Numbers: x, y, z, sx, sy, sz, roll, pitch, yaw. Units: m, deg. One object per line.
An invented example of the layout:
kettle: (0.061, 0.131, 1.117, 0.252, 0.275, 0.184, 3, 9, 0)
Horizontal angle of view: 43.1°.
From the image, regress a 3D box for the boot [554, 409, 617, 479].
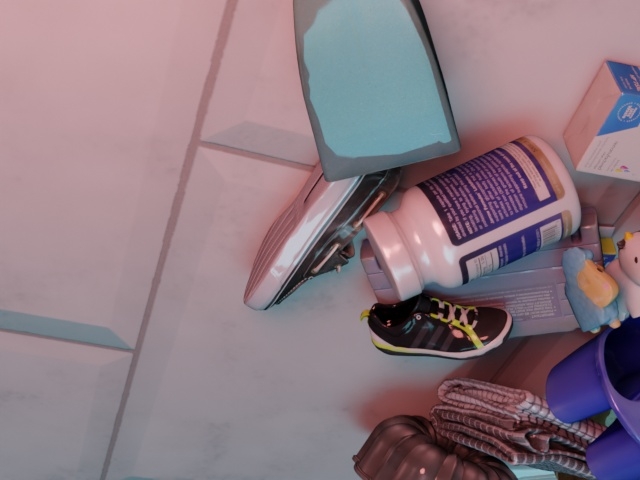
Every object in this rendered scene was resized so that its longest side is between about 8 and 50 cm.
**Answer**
boot: (0.572, 0.414, 1.620, 0.112, 0.115, 0.305, 14, 120, -8)

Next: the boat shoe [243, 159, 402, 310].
boat shoe: (0.000, 0.000, 1.192, 0.119, 0.121, 0.335, 25, 127, -19)

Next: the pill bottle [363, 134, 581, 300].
pill bottle: (0.202, -0.026, 1.109, 0.265, 0.153, 0.153, -24, 133, -3)

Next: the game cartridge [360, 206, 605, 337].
game cartridge: (0.264, 0.066, 1.281, 0.355, 0.068, 0.230, -8, 135, 18)

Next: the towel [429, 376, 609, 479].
towel: (0.364, 0.349, 1.468, 0.235, 0.121, 0.284, 25, 169, -22)

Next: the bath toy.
bath toy: (0.510, 0.014, 1.158, 0.348, 0.129, 0.151, -19, 170, -18)

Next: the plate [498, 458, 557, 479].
plate: (0.503, 0.567, 1.832, 0.278, 0.045, 0.277, -6, 135, 4)

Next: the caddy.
caddy: (0.534, 0.247, 1.336, 0.341, 0.241, 0.179, -19, 163, -48)

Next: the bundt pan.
bundt pan: (0.233, 0.435, 1.535, 0.331, 0.331, 0.124, 23, 93, -23)

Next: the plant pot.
plant pot: (0.054, -0.223, 0.951, 0.166, 0.165, 0.234, -12, 126, 10)

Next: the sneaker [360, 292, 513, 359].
sneaker: (0.177, 0.128, 1.259, 0.235, 0.084, 0.097, -8, 130, 18)

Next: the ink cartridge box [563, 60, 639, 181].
ink cartridge box: (0.467, -0.148, 1.095, 0.231, 0.078, 0.134, 8, 134, -11)

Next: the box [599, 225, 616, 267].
box: (0.404, 0.052, 1.316, 0.109, 0.042, 0.178, 3, 135, -2)
